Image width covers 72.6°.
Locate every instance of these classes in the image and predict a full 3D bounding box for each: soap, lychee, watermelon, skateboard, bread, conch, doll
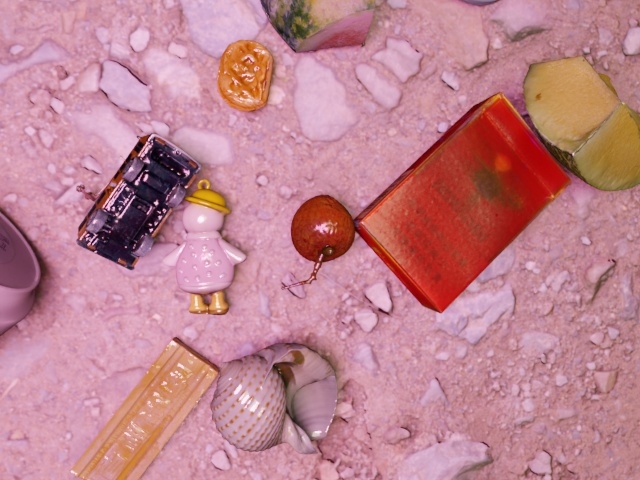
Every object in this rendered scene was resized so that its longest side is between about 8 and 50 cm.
[{"bbox_3d":[-0.270,0.278,0.677,0.092,0.037,0.252,38,86,-7],"label":"soap"},{"bbox_3d":[0.002,-0.004,0.680,0.114,0.101,0.140,-17,77,28],"label":"lychee"},{"bbox_3d":[0.002,-0.459,0.654,0.180,0.224,0.305,-6,91,-53],"label":"watermelon"},{"bbox_3d":[-0.320,-0.094,0.649,0.032,0.064,0.083,37,75,4],"label":"skateboard"},{"bbox_3d":[-0.118,-0.258,0.682,0.083,0.044,0.111,8,89,-6],"label":"bread"},{"bbox_3d":[-0.075,0.238,0.663,0.172,0.131,0.200,-52,129,-28],"label":"conch"},{"bbox_3d":[-0.176,0.010,0.663,0.129,0.081,0.207,-1,89,3],"label":"doll"}]

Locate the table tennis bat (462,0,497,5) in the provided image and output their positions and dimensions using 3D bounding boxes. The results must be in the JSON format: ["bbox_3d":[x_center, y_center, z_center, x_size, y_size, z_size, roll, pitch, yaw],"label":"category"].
[{"bbox_3d":[0.230,-0.472,0.736,0.244,0.040,0.153,-13,93,-13],"label":"table tennis bat"}]

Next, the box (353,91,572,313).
[{"bbox_3d":[0.229,-0.062,0.722,0.313,0.089,0.197,-43,96,-5],"label":"box"}]

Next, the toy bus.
[{"bbox_3d":[-0.263,-0.062,0.633,0.091,0.103,0.182,35,87,-33],"label":"toy bus"}]

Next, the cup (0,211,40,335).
[{"bbox_3d":[-0.576,0.057,0.539,0.327,0.237,0.323,-39,71,-5],"label":"cup"}]

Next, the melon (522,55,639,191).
[{"bbox_3d":[0.474,-0.171,0.723,0.323,0.124,0.196,15,57,-33],"label":"melon"}]
